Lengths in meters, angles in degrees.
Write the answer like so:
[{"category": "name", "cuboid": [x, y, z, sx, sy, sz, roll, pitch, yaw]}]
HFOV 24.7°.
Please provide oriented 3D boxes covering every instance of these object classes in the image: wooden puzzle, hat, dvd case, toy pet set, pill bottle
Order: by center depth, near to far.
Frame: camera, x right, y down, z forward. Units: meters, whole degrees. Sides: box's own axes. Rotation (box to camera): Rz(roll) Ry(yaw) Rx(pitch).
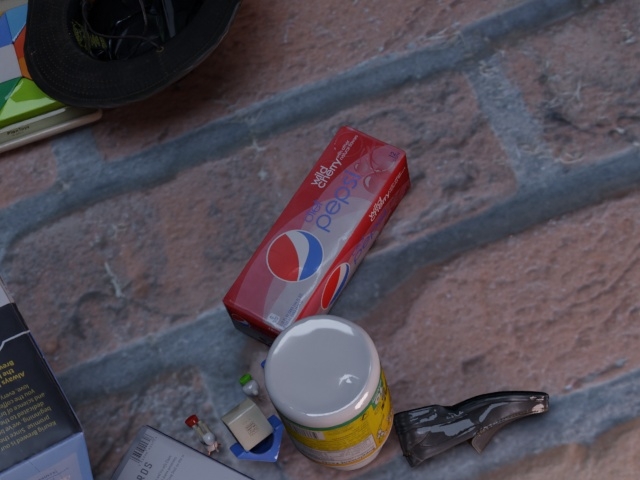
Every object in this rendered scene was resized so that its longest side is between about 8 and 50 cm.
[{"category": "pill bottle", "cuboid": [0.015, 0.168, 1.518, 0.118, 0.208, 0.117, -4, 63, 7]}, {"category": "dvd case", "cuboid": [-0.134, 0.324, 1.563, 0.239, 0.029, 0.179, 24, 69, 19]}, {"category": "toy pet set", "cuboid": [-0.073, 0.199, 1.603, 0.122, 0.114, 0.065, -37, 105, -9]}, {"category": "hat", "cuboid": [-0.202, -0.276, 1.820, 0.331, 0.134, 0.331, -11, 59, 20]}, {"category": "wooden puzzle", "cuboid": [-0.411, -0.217, 1.870, 0.221, 0.044, 0.238, -19, 62, -1]}]

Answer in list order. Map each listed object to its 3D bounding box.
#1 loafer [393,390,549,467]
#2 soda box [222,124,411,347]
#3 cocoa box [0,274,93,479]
[{"category": "loafer", "cuboid": [0.165, 0.199, 1.571, 0.170, 0.062, 0.061, -12, 84, 6]}, {"category": "soda box", "cuboid": [0.000, 0.000, 1.676, 0.092, 0.083, 0.263, 26, 71, 20]}, {"category": "cocoa box", "cuboid": [-0.436, 0.228, 1.509, 0.347, 0.231, 0.228, -27, 67, -18]}]
